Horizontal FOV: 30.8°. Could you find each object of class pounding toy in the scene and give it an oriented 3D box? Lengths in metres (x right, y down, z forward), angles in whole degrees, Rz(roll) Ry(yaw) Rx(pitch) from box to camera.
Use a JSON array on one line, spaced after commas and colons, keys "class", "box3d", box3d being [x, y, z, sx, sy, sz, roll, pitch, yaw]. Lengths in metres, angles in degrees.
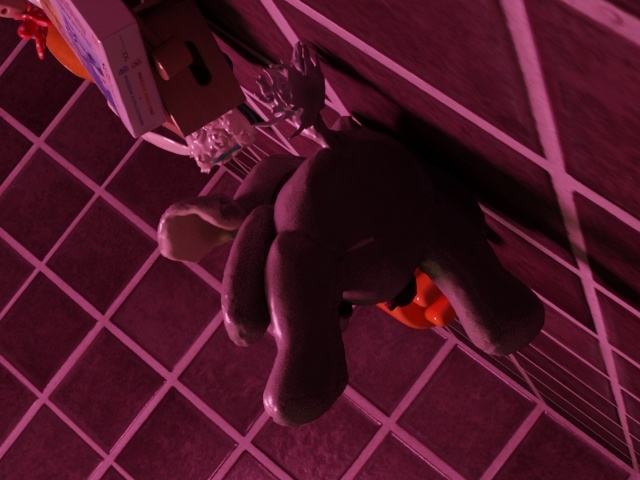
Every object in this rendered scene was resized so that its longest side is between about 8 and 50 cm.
[{"class": "pounding toy", "box3d": [-0.153, -0.211, 1.228, 0.181, 0.094, 0.206, 62, 167, -23]}]

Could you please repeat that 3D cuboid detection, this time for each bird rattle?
[{"class": "bird rattle", "box3d": [-0.534, -0.426, 1.936, 0.253, 0.143, 0.207, -3, -124, -42]}]

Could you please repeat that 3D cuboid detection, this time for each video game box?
[{"class": "video game box", "box3d": [-0.237, -0.228, 1.177, 0.205, 0.048, 0.187, 53, 165, 21]}]

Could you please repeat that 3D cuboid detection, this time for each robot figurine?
[{"class": "robot figurine", "box3d": [0.114, 0.039, 1.541, 0.158, 0.128, 0.219, 3, -163, -30]}]

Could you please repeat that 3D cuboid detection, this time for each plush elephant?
[{"class": "plush elephant", "box3d": [0.000, 0.000, 1.114, 0.330, 0.271, 0.255, 66, 162, 1]}]

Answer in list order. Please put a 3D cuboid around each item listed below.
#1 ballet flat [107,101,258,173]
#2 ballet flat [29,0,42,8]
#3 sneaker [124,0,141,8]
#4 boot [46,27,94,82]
[{"class": "ballet flat", "box3d": [-0.268, -0.236, 1.870, 0.409, 0.147, 0.147, 37, 177, 37]}, {"class": "ballet flat", "box3d": [-0.339, -0.345, 1.666, 0.248, 0.086, 0.086, 36, 178, -12]}, {"class": "sneaker", "box3d": [-0.320, -0.331, 1.413, 0.130, 0.087, 0.227, 30, 180, 21]}, {"class": "boot", "box3d": [-0.379, -0.335, 2.128, 0.295, 0.104, 0.211, 33, 172, -5]}]
